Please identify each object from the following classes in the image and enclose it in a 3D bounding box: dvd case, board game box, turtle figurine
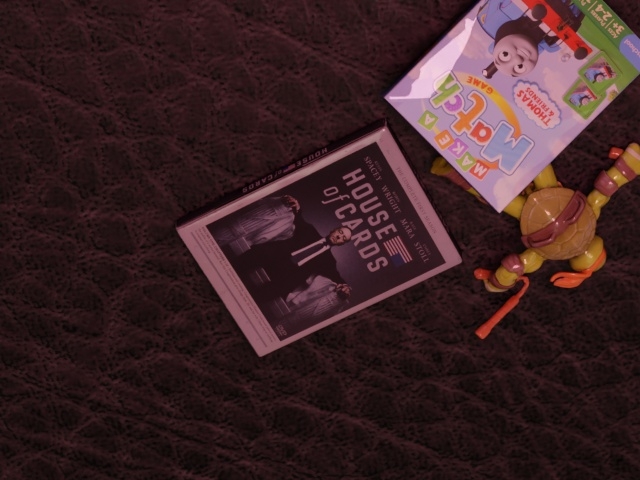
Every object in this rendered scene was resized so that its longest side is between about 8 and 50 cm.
[{"bbox_3d":[0.000,0.000,2.023,0.239,0.029,0.179,-26,118,11],"label":"dvd case"},{"bbox_3d":[0.187,-0.156,1.892,0.160,0.039,0.211,44,93,-10],"label":"board game box"},{"bbox_3d":[0.212,-0.024,1.985,0.269,0.087,0.217,-40,114,17],"label":"turtle figurine"}]
